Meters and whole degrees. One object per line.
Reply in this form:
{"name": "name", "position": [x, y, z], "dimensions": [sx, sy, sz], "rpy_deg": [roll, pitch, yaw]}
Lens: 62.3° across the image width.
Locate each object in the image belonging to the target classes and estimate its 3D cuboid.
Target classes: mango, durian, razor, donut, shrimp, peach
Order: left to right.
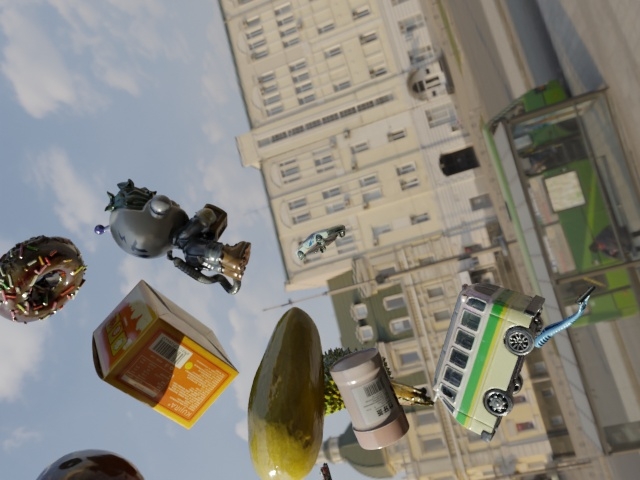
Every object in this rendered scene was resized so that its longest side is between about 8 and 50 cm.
{"name": "donut", "position": [-0.746, 0.108, 1.409], "dimensions": [0.103, 0.270, 0.269], "rpy_deg": [37, -174, 16]}
{"name": "peach", "position": [-0.481, 0.551, 1.087], "dimensions": [0.252, 0.252, 0.253], "rpy_deg": [-16, -90, -75]}
{"name": "mango", "position": [-0.057, 0.310, 1.043], "dimensions": [0.195, 0.142, 0.332], "rpy_deg": [72, -157, -48]}
{"name": "durian", "position": [0.066, 0.347, 1.282], "dimensions": [0.200, 0.236, 0.177], "rpy_deg": [54, -153, -53]}
{"name": "shrimp", "position": [0.141, 0.308, 1.075], "dimensions": [0.043, 0.183, 0.092], "rpy_deg": [-75, -11, -49]}
{"name": "razor", "position": [0.631, 0.213, 1.385], "dimensions": [0.042, 0.081, 0.253], "rpy_deg": [46, 145, 20]}

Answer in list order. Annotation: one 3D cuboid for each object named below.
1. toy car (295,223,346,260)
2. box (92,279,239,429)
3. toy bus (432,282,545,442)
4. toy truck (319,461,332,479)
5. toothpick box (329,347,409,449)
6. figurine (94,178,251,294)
{"name": "toy car", "position": [0.000, 0.000, 1.552], "dimensions": [0.095, 0.205, 0.056], "rpy_deg": [-19, -104, -36]}
{"name": "box", "position": [-0.411, 0.297, 1.386], "dimensions": [0.283, 0.214, 0.259], "rpy_deg": [46, 172, -32]}
{"name": "toy bus", "position": [0.352, 0.251, 1.141], "dimensions": [0.143, 0.178, 0.306], "rpy_deg": [-16, -58, -59]}
{"name": "toy truck", "position": [0.018, 0.717, 1.608], "dimensions": [0.083, 0.031, 0.024], "rpy_deg": [-116, 25, -47]}
{"name": "toothpick box", "position": [0.087, 0.280, 0.948], "dimensions": [0.149, 0.098, 0.098], "rpy_deg": [67, -165, -2]}
{"name": "figurine", "position": [-0.359, -0.025, 1.325], "dimensions": [0.261, 0.381, 0.186], "rpy_deg": [106, -177, -52]}
